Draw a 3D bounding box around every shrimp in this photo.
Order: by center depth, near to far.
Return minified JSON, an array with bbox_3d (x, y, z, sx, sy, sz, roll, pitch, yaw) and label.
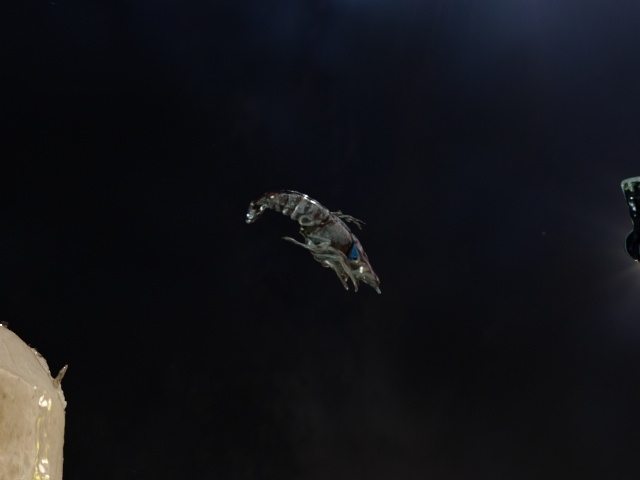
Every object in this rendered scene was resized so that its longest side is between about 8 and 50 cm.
[{"bbox_3d":[0.001,-0.004,0.669,0.076,0.174,0.082,-54,7,29],"label":"shrimp"}]

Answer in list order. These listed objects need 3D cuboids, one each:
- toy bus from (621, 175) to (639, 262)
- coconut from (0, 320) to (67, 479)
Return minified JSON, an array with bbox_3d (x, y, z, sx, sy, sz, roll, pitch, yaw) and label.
[{"bbox_3d":[0.299,0.027,0.463,0.088,0.101,0.175,-11,-92,-73],"label":"toy bus"},{"bbox_3d":[-0.439,0.259,0.589,0.346,0.346,0.361,46,-146,-51],"label":"coconut"}]
